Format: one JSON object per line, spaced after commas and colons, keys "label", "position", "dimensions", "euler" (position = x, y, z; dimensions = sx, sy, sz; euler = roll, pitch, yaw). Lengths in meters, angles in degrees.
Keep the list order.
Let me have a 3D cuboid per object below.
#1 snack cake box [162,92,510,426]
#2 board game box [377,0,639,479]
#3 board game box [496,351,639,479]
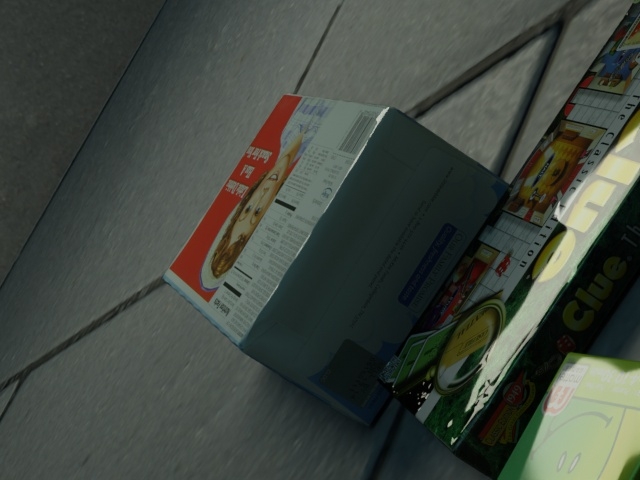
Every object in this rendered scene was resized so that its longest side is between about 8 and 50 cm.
{"label": "snack cake box", "position": [0.000, 0.000, 1.000], "dimensions": [0.152, 0.089, 0.264], "euler": [-58, 15, -1]}
{"label": "board game box", "position": [0.124, -0.020, 0.785], "dimensions": [0.259, 0.030, 0.136], "euler": [-56, 18, 0]}
{"label": "board game box", "position": [0.079, 0.129, 0.588], "dimensions": [0.181, 0.043, 0.092], "euler": [-59, 16, -10]}
